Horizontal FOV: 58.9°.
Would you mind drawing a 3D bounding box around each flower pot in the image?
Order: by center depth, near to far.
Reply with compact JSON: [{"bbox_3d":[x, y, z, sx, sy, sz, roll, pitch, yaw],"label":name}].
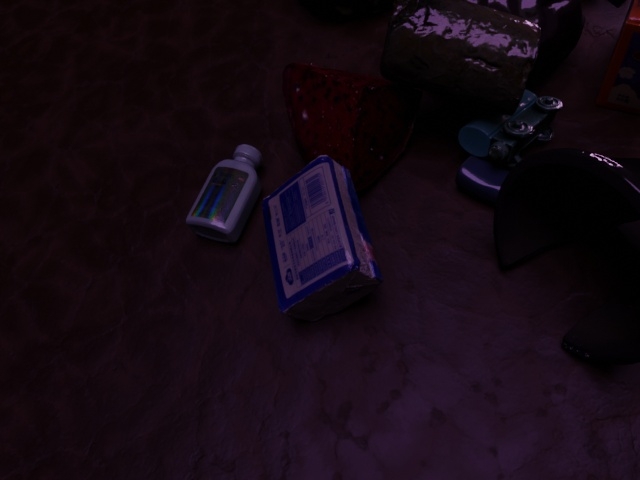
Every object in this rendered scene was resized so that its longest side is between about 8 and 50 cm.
[{"bbox_3d":[0.523,-0.010,0.985,0.250,0.379,0.380,-19,58,-20],"label":"flower pot"}]

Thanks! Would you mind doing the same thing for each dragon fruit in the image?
[{"bbox_3d":[0.049,-0.315,1.261,0.302,0.240,0.330,-39,67,-21],"label":"dragon fruit"}]

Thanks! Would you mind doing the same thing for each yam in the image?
[{"bbox_3d":[0.272,-0.379,1.132,0.299,0.195,0.195,20,67,9],"label":"yam"}]

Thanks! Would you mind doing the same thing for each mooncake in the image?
[{"bbox_3d":[0.391,-0.528,1.317,0.350,0.212,0.381,-42,64,5],"label":"mooncake"}]

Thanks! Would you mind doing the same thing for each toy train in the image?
[{"bbox_3d":[0.407,-0.250,1.217,0.159,0.101,0.248,30,52,32],"label":"toy train"}]

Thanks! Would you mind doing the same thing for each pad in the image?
[{"bbox_3d":[0.363,-0.255,1.281,0.142,0.003,0.211,-34,59,-29],"label":"pad"}]

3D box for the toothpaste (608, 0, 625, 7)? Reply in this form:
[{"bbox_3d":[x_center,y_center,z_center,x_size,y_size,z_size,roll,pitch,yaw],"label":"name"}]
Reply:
[{"bbox_3d":[0.642,-0.706,1.390,0.076,0.066,0.320,-40,73,-4],"label":"toothpaste"}]

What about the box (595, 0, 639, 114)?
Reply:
[{"bbox_3d":[0.817,-0.435,1.172,0.348,0.257,0.319,22,66,21],"label":"box"}]

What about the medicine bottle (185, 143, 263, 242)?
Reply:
[{"bbox_3d":[-0.204,-0.112,1.289,0.121,0.083,0.229,13,64,20],"label":"medicine bottle"}]

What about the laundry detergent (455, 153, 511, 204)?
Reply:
[{"bbox_3d":[0.390,-0.106,1.185,0.206,0.061,0.096,35,57,24],"label":"laundry detergent"}]

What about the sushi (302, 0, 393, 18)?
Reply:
[{"bbox_3d":[0.079,-0.754,1.520,0.351,0.178,0.294,-11,73,4],"label":"sushi"}]

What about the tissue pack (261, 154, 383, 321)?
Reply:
[{"bbox_3d":[0.000,0.000,1.130,0.209,0.137,0.270,-36,53,32],"label":"tissue pack"}]
